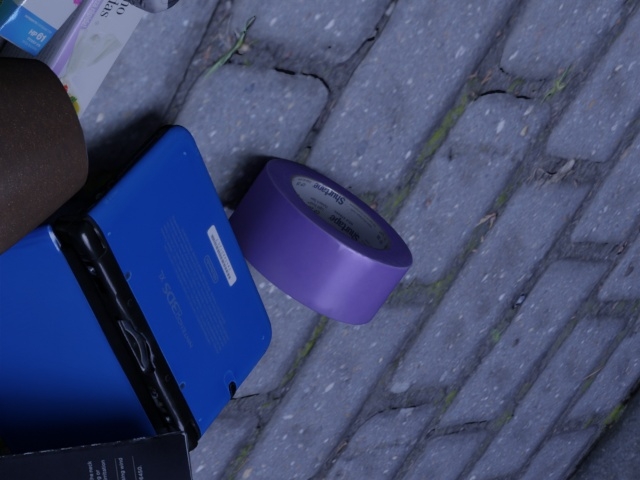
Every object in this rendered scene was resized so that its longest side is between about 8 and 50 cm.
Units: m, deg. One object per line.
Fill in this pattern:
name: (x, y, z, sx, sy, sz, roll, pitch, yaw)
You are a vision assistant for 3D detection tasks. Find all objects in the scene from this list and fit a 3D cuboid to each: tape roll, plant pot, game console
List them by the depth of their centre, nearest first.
plant pot: (-0.299, -0.052, 0.997, 0.230, 0.215, 0.215, -24, 143, -27)
game console: (-0.212, 0.062, 1.315, 0.250, 0.173, 0.293, -52, 137, -36)
tape roll: (0.000, 0.000, 1.433, 0.189, 0.189, 0.080, 11, 120, -54)

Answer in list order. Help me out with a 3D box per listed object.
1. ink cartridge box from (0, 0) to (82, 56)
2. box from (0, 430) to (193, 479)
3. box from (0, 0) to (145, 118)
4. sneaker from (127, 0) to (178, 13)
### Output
ink cartridge box: (-0.214, -0.217, 1.025, 0.122, 0.088, 0.052, -48, 148, 7)
box: (-0.291, 0.338, 1.326, 0.312, 0.179, 0.343, -4, 156, -14)
box: (-0.214, -0.159, 1.118, 0.063, 0.067, 0.324, 10, 120, -54)
sneaker: (-0.116, -0.324, 0.905, 0.180, 0.124, 0.321, -33, 124, -22)
